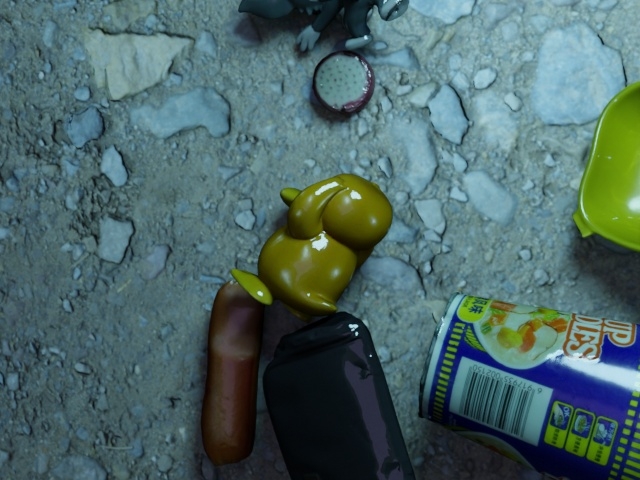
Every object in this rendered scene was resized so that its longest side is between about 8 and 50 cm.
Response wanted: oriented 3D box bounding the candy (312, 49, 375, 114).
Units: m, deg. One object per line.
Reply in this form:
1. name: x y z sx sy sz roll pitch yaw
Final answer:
1. candy: 0.037 -0.255 1.224 0.103 0.043 0.103 0 88 12

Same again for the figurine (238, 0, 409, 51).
1. figurine: 0.004 -0.384 1.179 0.265 0.140 0.193 43 112 39

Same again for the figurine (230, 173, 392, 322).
1. figurine: 0.000 0.009 1.155 0.215 0.215 0.228 17 81 12

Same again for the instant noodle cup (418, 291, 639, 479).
1. instant noodle cup: 0.312 0.208 1.063 0.312 0.284 0.284 15 92 20

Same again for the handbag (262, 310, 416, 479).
1. handbag: 0.021 0.264 1.100 0.177 0.275 0.302 -17 85 1

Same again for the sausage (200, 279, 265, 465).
1. sausage: -0.141 0.214 1.236 0.089 0.083 0.300 5 88 13

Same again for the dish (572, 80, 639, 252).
1. dish: 0.494 -0.092 1.072 0.221 0.108 0.263 27 96 42
